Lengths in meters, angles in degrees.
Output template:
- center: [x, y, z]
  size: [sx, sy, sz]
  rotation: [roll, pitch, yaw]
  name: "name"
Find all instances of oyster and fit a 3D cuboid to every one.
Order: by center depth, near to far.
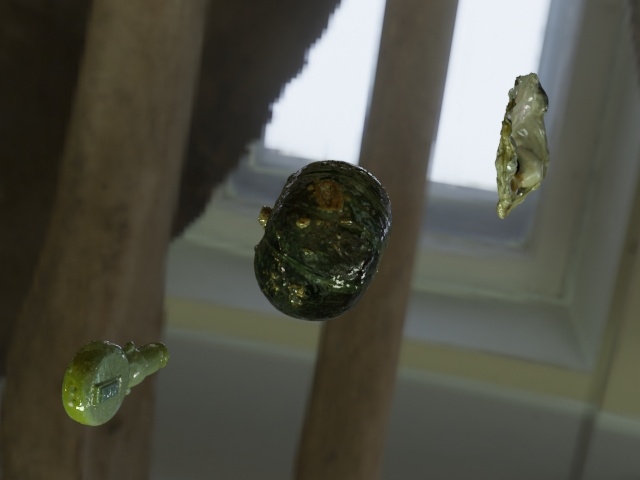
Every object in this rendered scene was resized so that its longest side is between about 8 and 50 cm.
- center: [0.206, -0.103, 1.736]
  size: [0.045, 0.146, 0.121]
  rotation: [21, -113, 36]
  name: "oyster"

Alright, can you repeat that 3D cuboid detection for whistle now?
- center: [-0.246, 0.166, 2.116]
  size: [0.057, 0.104, 0.198]
  rotation: [14, -165, 26]
  name: "whistle"

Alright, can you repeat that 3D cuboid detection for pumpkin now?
- center: [0.001, -0.001, 1.922]
  size: [0.146, 0.190, 0.190]
  rotation: [15, -157, -17]
  name: "pumpkin"
